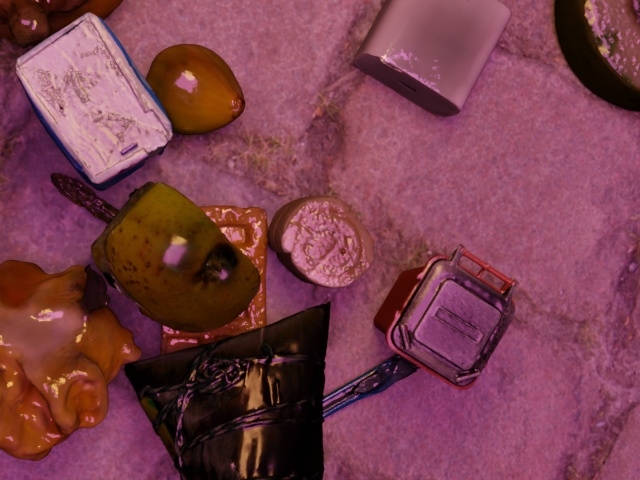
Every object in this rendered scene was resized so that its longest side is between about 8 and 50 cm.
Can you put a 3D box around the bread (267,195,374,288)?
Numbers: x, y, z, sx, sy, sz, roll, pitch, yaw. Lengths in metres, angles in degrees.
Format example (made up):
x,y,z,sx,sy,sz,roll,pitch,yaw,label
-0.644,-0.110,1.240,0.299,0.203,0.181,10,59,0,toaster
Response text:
x,y,z,sx,sy,sz,roll,pitch,yaw,label
0.000,0.000,1.487,0.148,0.141,0.134,37,84,-12,bread

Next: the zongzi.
x,y,z,sx,sy,sz,roll,pitch,yaw,label
-0.092,0.332,1.434,0.319,0.362,0.383,-13,66,2,zongzi

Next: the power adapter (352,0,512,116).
x,y,z,sx,sy,sz,roll,pitch,yaw,label
0.194,-0.353,1.539,0.187,0.124,0.255,29,83,-14,power adapter

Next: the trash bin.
x,y,z,sx,sy,sz,roll,pitch,yaw,label
0.184,0.108,1.483,0.161,0.239,0.184,32,86,-9,trash bin

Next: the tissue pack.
x,y,z,sx,sy,sz,roll,pitch,yaw,label
-0.317,-0.183,1.346,0.146,0.263,0.198,-35,98,-11,tissue pack

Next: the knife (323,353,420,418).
x,y,z,sx,sy,sz,roll,pitch,yaw,label
0.033,0.262,1.558,0.297,0.026,0.044,-28,109,-12,knife

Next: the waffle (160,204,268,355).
x,y,z,sx,sy,sz,roll,pitch,yaw,label
-0.167,0.082,1.492,0.168,0.057,0.274,0,91,-14,waffle

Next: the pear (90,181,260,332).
x,y,z,sx,sy,sz,roll,pitch,yaw,label
-0.191,0.045,1.328,0.238,0.255,0.164,44,80,-15,pear

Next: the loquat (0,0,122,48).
x,y,z,sx,sy,sz,roll,pitch,yaw,label
-0.396,-0.408,1.292,0.329,0.328,0.359,-4,64,-13,loquat

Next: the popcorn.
x,y,z,sx,sy,sz,roll,pitch,yaw,label
-0.423,0.159,1.353,0.316,0.280,0.297,21,46,14,popcorn

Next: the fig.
x,y,z,sx,sy,sz,roll,pitch,yaw,label
-0.193,-0.228,1.447,0.153,0.121,0.135,1,111,-30,fig

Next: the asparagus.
x,y,z,sx,sy,sz,roll,pitch,yaw,label
-0.343,-0.055,1.463,0.165,0.030,0.036,36,107,-13,asparagus

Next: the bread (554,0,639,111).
x,y,z,sx,sy,sz,roll,pitch,yaw,label
0.589,-0.401,1.626,0.366,0.129,0.381,-24,97,-12,bread
